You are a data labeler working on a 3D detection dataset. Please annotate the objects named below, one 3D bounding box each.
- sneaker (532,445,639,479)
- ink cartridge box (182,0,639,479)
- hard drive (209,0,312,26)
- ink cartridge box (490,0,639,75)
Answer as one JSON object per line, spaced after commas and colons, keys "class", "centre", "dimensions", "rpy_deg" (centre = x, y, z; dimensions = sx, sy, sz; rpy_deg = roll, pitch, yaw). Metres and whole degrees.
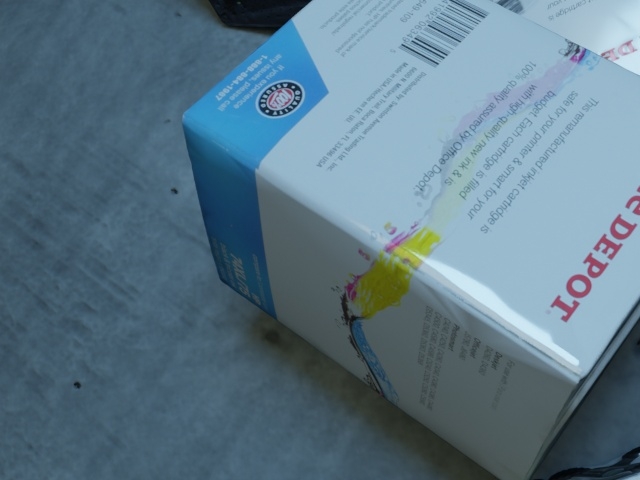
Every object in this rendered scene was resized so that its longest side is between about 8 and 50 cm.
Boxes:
{"class": "sneaker", "centre": [0.232, 0.202, 0.585], "dimensions": [0.299, 0.111, 0.121], "rpy_deg": [-23, 83, 21]}
{"class": "ink cartridge box", "centre": [0.085, -0.015, 0.581], "dimensions": [0.270, 0.197, 0.198], "rpy_deg": [34, 64, 21]}
{"class": "hard drive", "centre": [-0.015, -0.253, 0.704], "dimensions": [0.254, 0.172, 0.054], "rpy_deg": [7, 54, 39]}
{"class": "ink cartridge box", "centre": [0.206, -0.201, 0.665], "dimensions": [0.160, 0.092, 0.220], "rpy_deg": [-23, 73, 15]}
